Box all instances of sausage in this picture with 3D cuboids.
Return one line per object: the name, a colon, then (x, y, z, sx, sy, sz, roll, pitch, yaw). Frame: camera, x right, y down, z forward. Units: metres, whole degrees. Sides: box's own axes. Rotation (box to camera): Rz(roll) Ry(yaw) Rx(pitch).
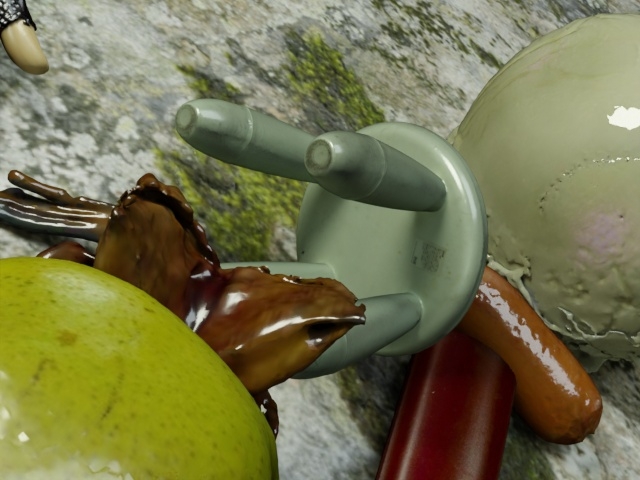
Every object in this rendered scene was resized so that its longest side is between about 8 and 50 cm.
sausage: (0.181, 0.104, 1.047, 0.197, 0.076, 0.076, 50, 40, 10)

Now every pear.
pear: (-0.153, 0.151, 0.570, 0.294, 0.294, 0.294, 22, 43, -22)

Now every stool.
stool: (0.000, 0.000, 0.884, 0.195, 0.195, 0.199, 19, 13, 40)

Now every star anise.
star anise: (-0.127, 0.032, 0.763, 0.346, 0.237, 0.148, 24, 55, 40)

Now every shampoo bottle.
shampoo bottle: (0.095, 0.186, 0.909, 0.102, 0.064, 0.260, 34, 39, -10)

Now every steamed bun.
steamed bun: (0.291, -0.042, 1.094, 0.334, 0.312, 0.233, 36, 41, -2)

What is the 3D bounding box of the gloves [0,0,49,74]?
gloves: (-0.296, -0.156, 0.896, 0.129, 0.106, 0.180, -10, 89, -43)
